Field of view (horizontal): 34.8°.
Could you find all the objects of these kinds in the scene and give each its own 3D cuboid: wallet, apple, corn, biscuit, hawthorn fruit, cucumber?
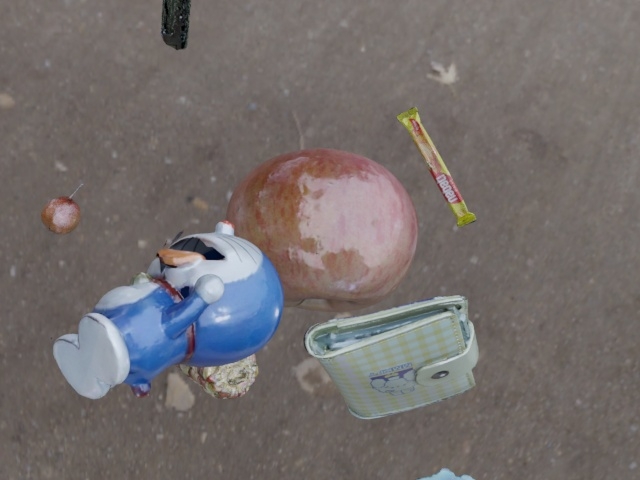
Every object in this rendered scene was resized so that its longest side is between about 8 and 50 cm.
[{"bbox_3d":[0.114,0.168,1.451,0.223,0.309,0.077,-13,65,6],"label":"wallet"},{"bbox_3d":[0.000,0.000,1.792,0.345,0.344,0.269,8,56,-6],"label":"apple"},{"bbox_3d":[-0.176,0.185,1.581,0.092,0.280,0.092,-1,92,-24],"label":"corn"},{"bbox_3d":[0.252,-0.156,2.200,0.048,0.292,0.026,-27,18,13],"label":"biscuit"},{"bbox_3d":[-0.446,-0.059,1.783,0.067,0.067,0.103,20,76,4],"label":"hawthorn fruit"},{"bbox_3d":[-0.198,-0.375,1.435,0.043,0.256,0.044,24,52,9],"label":"cucumber"}]

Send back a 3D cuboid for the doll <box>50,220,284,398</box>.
[{"bbox_3d":[-0.165,0.078,1.124,0.257,0.215,0.161,-22,93,-43],"label":"doll"}]

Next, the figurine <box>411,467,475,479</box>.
[{"bbox_3d":[0.145,0.337,1.261,0.138,0.245,0.110,18,69,1],"label":"figurine"}]
